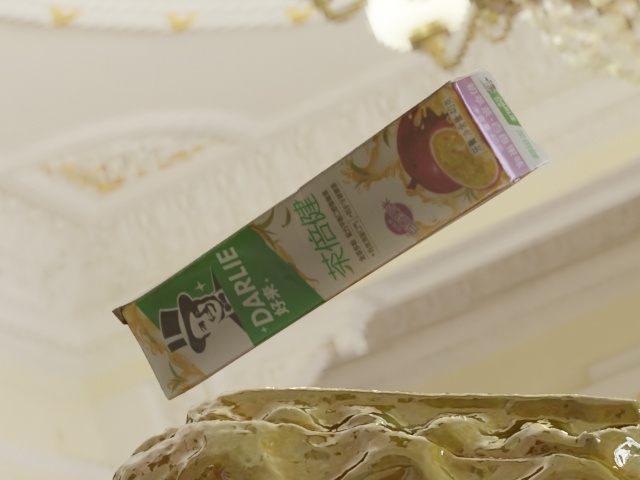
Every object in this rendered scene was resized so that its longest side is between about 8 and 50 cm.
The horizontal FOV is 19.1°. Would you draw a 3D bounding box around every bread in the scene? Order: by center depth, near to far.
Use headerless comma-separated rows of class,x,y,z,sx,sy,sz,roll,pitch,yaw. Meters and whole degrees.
bread,0.011,0.059,0.370,0.110,0.060,0.066,0,-1,13

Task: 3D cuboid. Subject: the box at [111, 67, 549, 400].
box,0.000,0.000,0.808,0.207,0.050,0.041,-33,-4,31
